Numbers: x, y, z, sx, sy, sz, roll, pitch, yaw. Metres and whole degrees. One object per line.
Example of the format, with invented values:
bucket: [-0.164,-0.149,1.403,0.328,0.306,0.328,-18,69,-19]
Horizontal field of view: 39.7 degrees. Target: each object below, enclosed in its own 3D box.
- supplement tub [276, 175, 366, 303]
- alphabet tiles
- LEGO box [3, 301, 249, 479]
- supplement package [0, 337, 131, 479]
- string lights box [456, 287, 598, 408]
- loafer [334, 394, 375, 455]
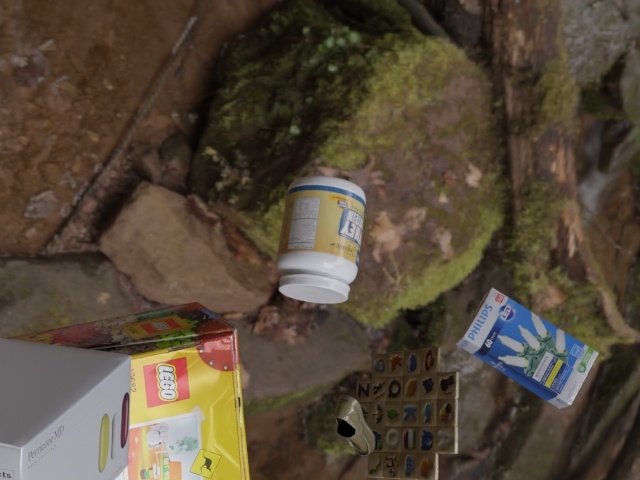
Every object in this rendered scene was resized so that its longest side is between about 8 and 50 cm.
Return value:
supplement tub: [0.000,0.000,1.568,0.144,0.144,0.200,28,64,-48]
alphabet tiles: [0.187,0.390,1.995,0.011,0.342,0.285,13,72,-34]
LEGO box: [-0.314,0.385,1.387,0.372,0.193,0.500,-9,103,-26]
supplement package: [-0.345,0.217,0.947,0.262,0.204,0.145,-49,144,-74]
string lights box: [0.436,0.229,1.880,0.133,0.259,0.077,-57,174,-17]
loafer: [0.055,0.342,1.602,0.050,0.056,0.148,-48,129,-35]
